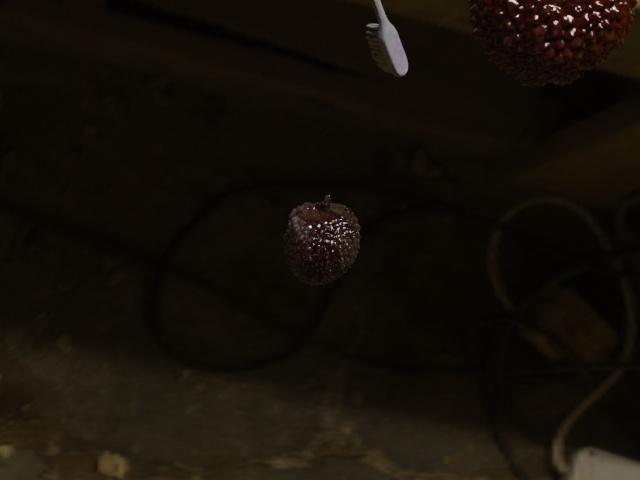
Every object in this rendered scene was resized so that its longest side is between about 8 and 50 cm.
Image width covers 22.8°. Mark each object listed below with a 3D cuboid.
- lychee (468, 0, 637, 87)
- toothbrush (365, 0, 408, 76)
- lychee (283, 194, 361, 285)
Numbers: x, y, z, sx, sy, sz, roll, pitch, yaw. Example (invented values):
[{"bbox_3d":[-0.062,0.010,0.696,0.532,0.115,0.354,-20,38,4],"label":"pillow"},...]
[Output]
[{"bbox_3d":[0.162,-0.170,1.143,0.129,0.123,0.123,-35,93,-28],"label":"lychee"},{"bbox_3d":[0.013,-0.297,1.433,0.024,0.029,0.354,-45,128,-30],"label":"toothbrush"},{"bbox_3d":[0.000,0.000,1.310,0.068,0.083,0.067,23,37,18],"label":"lychee"}]
